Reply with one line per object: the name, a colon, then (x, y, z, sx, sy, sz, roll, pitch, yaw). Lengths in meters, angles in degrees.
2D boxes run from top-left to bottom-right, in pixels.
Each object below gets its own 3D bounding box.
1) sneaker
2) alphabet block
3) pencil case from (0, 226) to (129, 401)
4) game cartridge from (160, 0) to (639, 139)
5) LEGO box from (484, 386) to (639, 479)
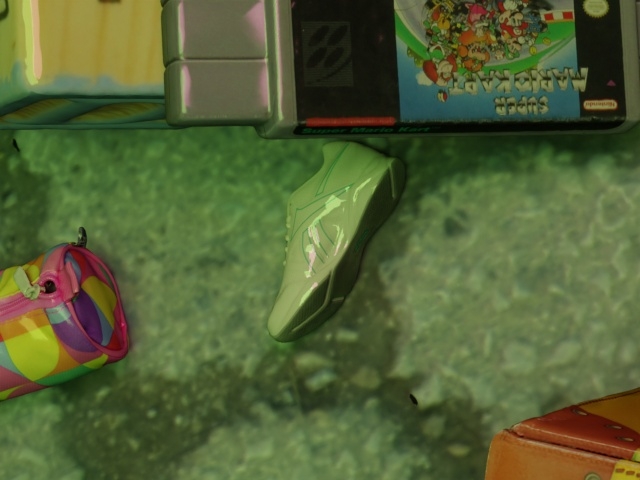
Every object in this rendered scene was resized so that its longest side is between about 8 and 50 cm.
sneaker: (0.000, 0.000, 1.072, 0.061, 0.054, 0.152, 30, 91, 25)
alphabet block: (-0.140, -0.180, 1.008, 0.192, 0.193, 0.197, -5, 88, 58)
pencil case: (-0.256, 0.076, 1.120, 0.236, 0.104, 0.104, -22, 82, 16)
game cartridge: (0.076, -0.179, 0.950, 0.355, 0.068, 0.230, -2, 84, -17)
LEGO box: (0.370, 0.206, 0.727, 0.500, 0.372, 0.193, 10, 96, 30)
